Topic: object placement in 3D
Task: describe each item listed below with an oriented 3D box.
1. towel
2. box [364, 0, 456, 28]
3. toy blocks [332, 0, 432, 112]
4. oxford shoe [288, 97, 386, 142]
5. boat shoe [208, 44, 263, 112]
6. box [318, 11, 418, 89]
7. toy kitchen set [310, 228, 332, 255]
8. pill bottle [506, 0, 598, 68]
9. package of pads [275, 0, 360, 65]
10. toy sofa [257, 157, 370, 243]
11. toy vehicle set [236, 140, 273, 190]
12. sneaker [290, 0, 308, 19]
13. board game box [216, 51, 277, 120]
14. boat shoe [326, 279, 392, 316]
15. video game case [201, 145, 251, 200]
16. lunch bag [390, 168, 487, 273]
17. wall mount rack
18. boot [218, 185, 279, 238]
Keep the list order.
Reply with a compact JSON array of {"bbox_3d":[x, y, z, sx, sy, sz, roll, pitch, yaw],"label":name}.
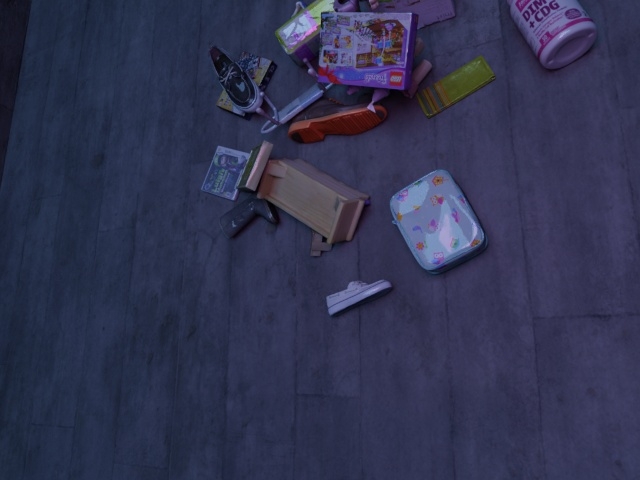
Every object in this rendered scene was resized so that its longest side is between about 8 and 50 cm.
[{"bbox_3d":[0.426,-0.492,1.557,0.237,0.021,0.102,-29,67,17],"label":"towel"},{"bbox_3d":[0.287,-0.809,1.585,0.261,0.231,0.127,-7,74,25],"label":"box"},{"bbox_3d":[0.149,-0.580,1.551,0.288,0.309,0.260,41,92,29],"label":"toy blocks"},{"bbox_3d":[0.051,-0.438,1.672,0.363,0.130,0.133,-4,69,25],"label":"oxford shoe"},{"bbox_3d":[-0.342,-0.616,1.861,0.121,0.119,0.335,-43,63,11],"label":"boat shoe"},{"bbox_3d":[0.131,-0.559,1.432,0.293,0.057,0.201,16,114,28],"label":"box"},{"bbox_3d":[0.000,0.000,1.645,0.068,0.075,0.083,3,116,-9],"label":"toy kitchen set"},{"bbox_3d":[0.652,-0.654,1.407,0.160,0.160,0.283,-27,67,18],"label":"pill bottle"},{"bbox_3d":[0.001,-0.744,1.695,0.296,0.229,0.101,-32,91,12],"label":"package of pads"},{"bbox_3d":[-0.024,-0.142,1.639,0.362,0.177,0.150,33,117,28],"label":"toy sofa"},{"bbox_3d":[-0.236,-0.255,1.718,0.166,0.035,0.267,-68,17,-2],"label":"toy vehicle set"},{"bbox_3d":[-0.090,-0.802,1.855,0.080,0.081,0.211,9,84,26],"label":"sneaker"},{"bbox_3d":[-0.294,-0.613,1.931,0.165,0.042,0.243,28,91,29],"label":"board game box"},{"bbox_3d":[0.110,0.161,1.515,0.226,0.083,0.076,-27,68,19],"label":"boat shoe"},{"bbox_3d":[-0.363,-0.262,1.889,0.173,0.022,0.191,19,86,29],"label":"video game case"},{"bbox_3d":[0.340,-0.055,1.443,0.224,0.107,0.279,-32,65,19],"label":"lunch bag"},{"bbox_3d":[-0.096,-0.494,1.654,0.350,0.130,0.304,-34,28,12],"label":"wall mount rack"},{"bbox_3d":[-0.263,-0.077,1.764,0.208,0.076,0.190,-36,50,7],"label":"boot"}]
